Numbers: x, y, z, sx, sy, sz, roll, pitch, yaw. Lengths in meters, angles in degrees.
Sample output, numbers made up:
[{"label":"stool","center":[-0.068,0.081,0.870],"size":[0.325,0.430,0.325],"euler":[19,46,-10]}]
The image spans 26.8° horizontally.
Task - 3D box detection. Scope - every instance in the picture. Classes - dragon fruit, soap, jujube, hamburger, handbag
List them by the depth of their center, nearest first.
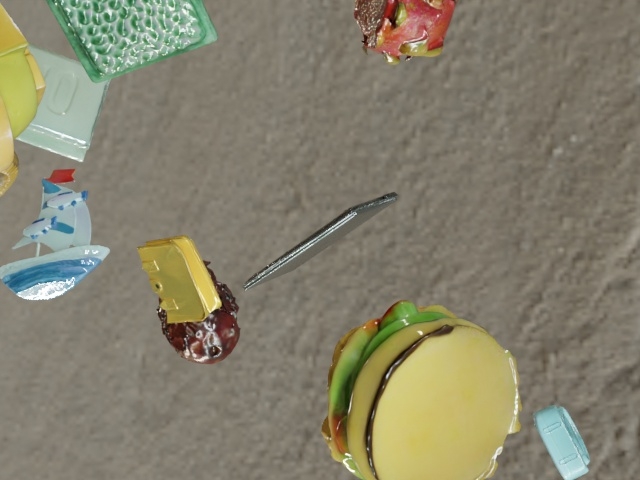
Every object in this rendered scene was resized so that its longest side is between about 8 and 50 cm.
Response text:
[{"label":"handbag","center":[-0.135,0.036,1.276],"size":[0.061,0.027,0.083],"euler":[-9,112,41]},{"label":"hamburger","center":[0.103,0.173,1.510],"size":[0.149,0.237,0.237],"euler":[25,111,55]},{"label":"dragon fruit","center":[0.113,-0.300,1.655],"size":[0.150,0.207,0.133],"euler":[49,136,2]},{"label":"soap","center":[-0.370,-0.186,1.671],"size":[0.063,0.198,0.115],"euler":[137,149,-61]},{"label":"jujube","center":[-0.166,0.091,1.739],"size":[0.166,0.104,0.104],"euler":[54,133,48]}]

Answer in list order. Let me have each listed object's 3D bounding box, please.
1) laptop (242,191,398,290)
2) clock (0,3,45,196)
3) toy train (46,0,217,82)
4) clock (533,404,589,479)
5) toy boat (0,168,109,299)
[{"label":"laptop","center":[0.000,0.000,1.586],"size":[0.180,0.129,0.016],"euler":[-35,83,27]},{"label":"clock","center":[-0.383,-0.085,1.167],"size":[0.200,0.244,0.317],"euler":[60,152,8]},{"label":"toy train","center":[-0.202,-0.303,1.274],"size":[0.202,0.145,0.266],"euler":[-100,-12,-49]},{"label":"clock","center":[0.354,0.289,1.955],"size":[0.045,0.147,0.108],"euler":[-27,81,12]},{"label":"toy boat","center":[-0.243,-0.003,1.280],"size":[0.105,0.149,0.034],"euler":[7,142,22]}]
